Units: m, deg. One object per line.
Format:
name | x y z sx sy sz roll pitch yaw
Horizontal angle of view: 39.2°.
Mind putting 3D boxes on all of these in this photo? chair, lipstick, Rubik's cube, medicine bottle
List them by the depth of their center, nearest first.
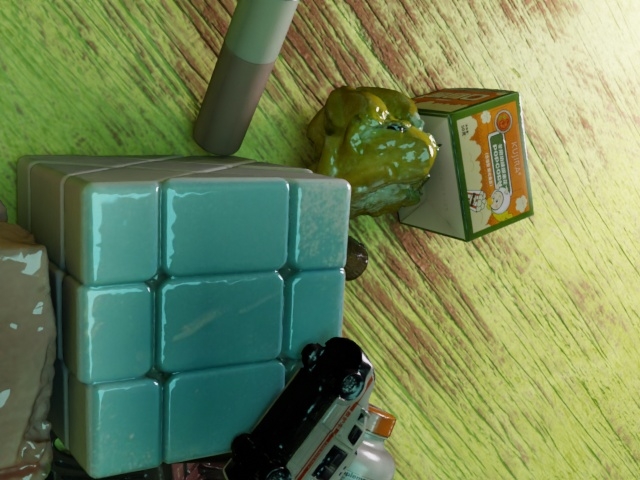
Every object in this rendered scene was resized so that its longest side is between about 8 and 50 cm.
Rubik's cube | -0.178 0.063 1.097 0.321 0.318 0.316 -2 100 -31
lipstick | -0.098 -0.221 1.147 0.070 0.070 0.254 -4 142 -30
chair | -0.206 0.299 1.250 0.326 0.183 0.176 -1 106 15
medicine bottle | 0.016 0.384 1.371 0.157 0.157 0.289 26 86 -32

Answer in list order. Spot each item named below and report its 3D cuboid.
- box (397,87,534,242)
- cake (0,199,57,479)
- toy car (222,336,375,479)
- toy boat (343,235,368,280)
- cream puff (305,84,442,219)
box | 0.210 -0.122 1.370 0.148 0.177 0.195 -20 110 -27
cake | -0.443 0.109 0.956 0.293 0.306 0.315 -8 104 -31
toy car | -0.006 0.211 0.994 0.108 0.089 0.210 42 82 -34
toy boat | 0.000 0.000 1.304 0.068 0.088 0.226 -58 140 -3
cream puff | 0.056 -0.129 1.282 0.194 0.221 0.195 3 68 -8
